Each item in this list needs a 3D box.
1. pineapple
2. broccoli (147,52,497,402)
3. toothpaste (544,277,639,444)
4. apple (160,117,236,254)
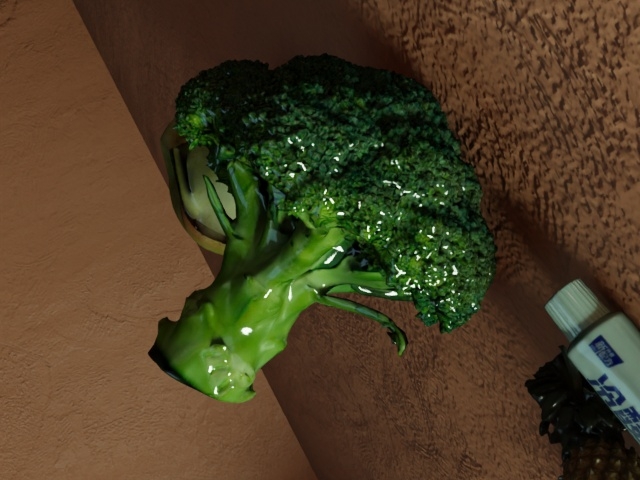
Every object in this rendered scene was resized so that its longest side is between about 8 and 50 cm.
[{"bbox_3d":[0.191,0.144,0.652,0.159,0.074,0.074,-101,-1,-45],"label":"pineapple"},{"bbox_3d":[0.000,0.000,0.745,0.298,0.297,0.297,31,-177,-2],"label":"broccoli"},{"bbox_3d":[0.247,0.148,0.585,0.297,0.048,0.075,54,164,20],"label":"toothpaste"},{"bbox_3d":[-0.075,-0.080,1.032,0.173,0.188,0.207,86,161,-46],"label":"apple"}]
